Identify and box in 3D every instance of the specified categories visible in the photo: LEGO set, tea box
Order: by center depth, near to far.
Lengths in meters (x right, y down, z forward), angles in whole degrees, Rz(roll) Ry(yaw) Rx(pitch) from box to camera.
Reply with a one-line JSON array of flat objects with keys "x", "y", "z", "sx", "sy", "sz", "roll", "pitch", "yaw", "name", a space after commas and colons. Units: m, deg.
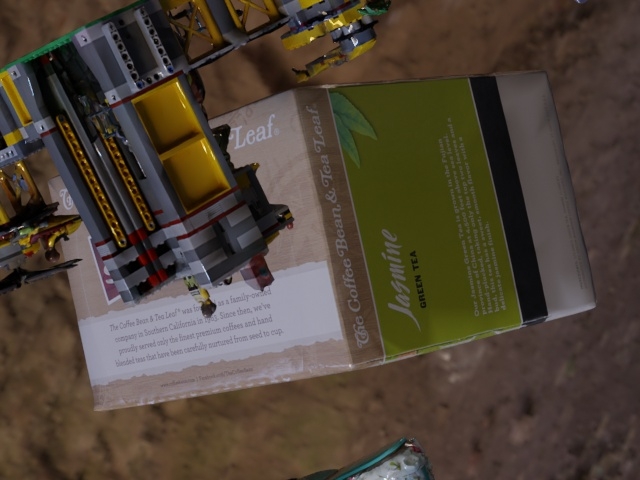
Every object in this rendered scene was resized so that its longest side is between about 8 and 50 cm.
[{"x": -0.096, "y": -0.055, "z": 1.003, "sx": 0.331, "sy": 0.192, "sz": 0.255, "roll": -16, "pitch": 13, "yaw": 42, "name": "LEGO set"}, {"x": 0.000, "y": 0.000, "z": 1.332, "sx": 0.329, "sy": 0.323, "sz": 0.220, "roll": -15, "pitch": 86, "yaw": 46, "name": "tea box"}]

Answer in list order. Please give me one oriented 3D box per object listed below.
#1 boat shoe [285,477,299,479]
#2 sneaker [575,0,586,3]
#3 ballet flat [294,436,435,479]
[{"x": -0.022, "y": 0.308, "z": 1.660, "sx": 0.084, "sy": 0.079, "sz": 0.233, "roll": -27, "pitch": 18, "yaw": 2, "name": "boat shoe"}, {"x": 0.318, "y": -0.358, "z": 1.887, "sx": 0.053, "sy": 0.059, "sz": 0.144, "roll": -93, "pitch": 6, "yaw": -52, "name": "sneaker"}, {"x": 0.027, "y": 0.260, "z": 1.515, "sx": 0.091, "sy": 0.077, "sz": 0.241, "roll": -34, "pitch": 2, "yaw": -39, "name": "ballet flat"}]
